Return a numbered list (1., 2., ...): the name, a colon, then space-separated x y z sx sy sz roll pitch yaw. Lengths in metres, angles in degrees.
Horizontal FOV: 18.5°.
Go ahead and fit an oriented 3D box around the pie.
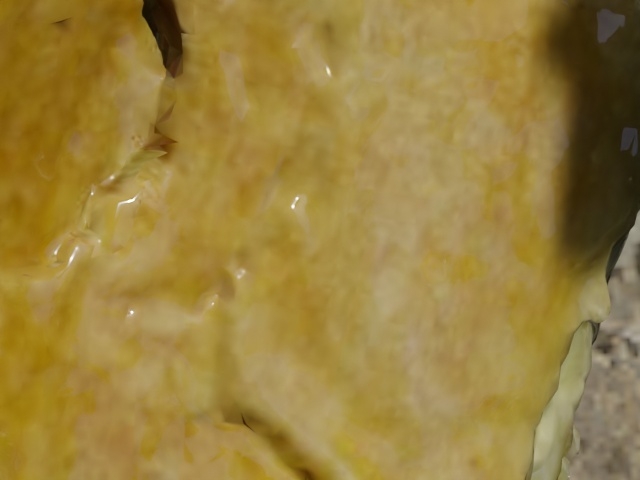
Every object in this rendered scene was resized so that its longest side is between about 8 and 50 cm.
1. pie: -0.058 -0.010 0.338 0.339 0.083 0.339 -14 114 -36
